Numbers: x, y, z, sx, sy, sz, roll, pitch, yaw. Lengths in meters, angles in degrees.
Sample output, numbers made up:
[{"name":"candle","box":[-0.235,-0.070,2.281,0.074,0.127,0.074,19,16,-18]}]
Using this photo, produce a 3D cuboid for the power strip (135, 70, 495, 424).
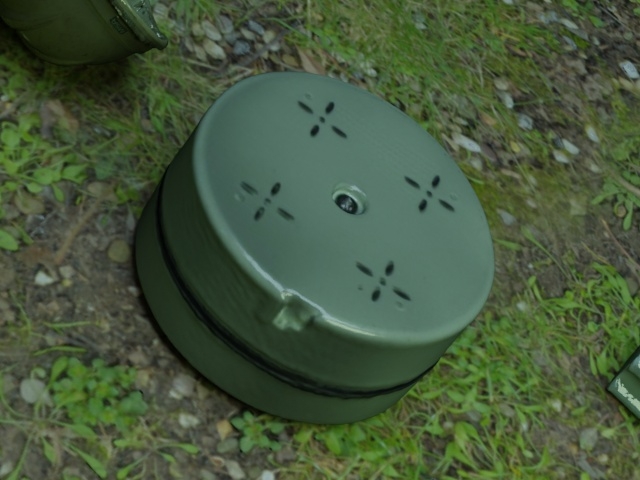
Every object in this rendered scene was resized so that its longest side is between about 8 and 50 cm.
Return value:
[{"name":"power strip","box":[0.000,0.000,1.642,0.357,0.161,0.357,18,45,-20]}]

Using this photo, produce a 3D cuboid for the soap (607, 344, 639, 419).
[{"name":"soap","box":[0.427,0.189,1.826,0.198,0.066,0.119,43,42,6]}]

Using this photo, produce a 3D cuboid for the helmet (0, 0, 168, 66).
[{"name":"helmet","box":[-0.270,-0.267,1.713,0.204,0.137,0.257,52,11,-40]}]
